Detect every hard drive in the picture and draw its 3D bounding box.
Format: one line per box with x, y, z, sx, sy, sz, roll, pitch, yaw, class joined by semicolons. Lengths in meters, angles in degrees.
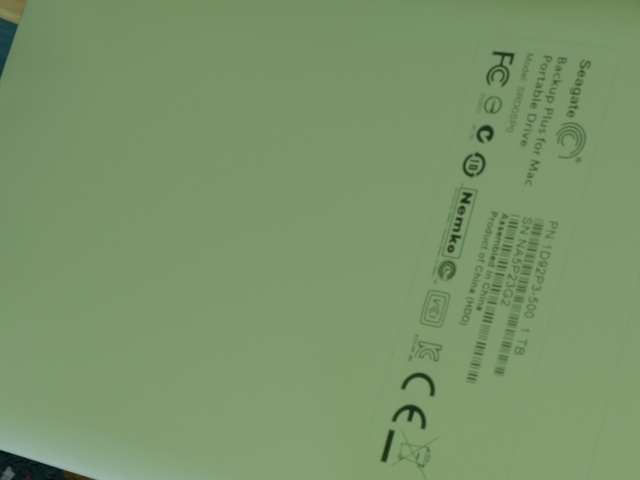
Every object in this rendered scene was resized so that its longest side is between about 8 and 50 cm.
0.000;0.000;0.566;0.307;0.203;0.040;11;169;33;hard drive
